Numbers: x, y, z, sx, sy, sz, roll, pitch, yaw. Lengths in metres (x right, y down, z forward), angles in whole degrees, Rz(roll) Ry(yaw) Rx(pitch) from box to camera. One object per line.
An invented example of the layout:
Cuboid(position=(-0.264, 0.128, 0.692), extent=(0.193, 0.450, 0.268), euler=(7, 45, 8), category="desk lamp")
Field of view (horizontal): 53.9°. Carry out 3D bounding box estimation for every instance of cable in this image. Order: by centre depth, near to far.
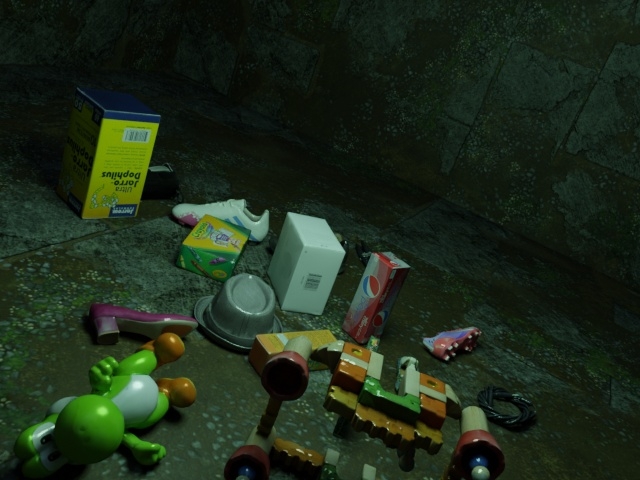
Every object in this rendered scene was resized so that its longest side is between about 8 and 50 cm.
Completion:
Cuboid(position=(0.508, 0.452, 1.740), extent=(0.185, 0.047, 0.151), euler=(-5, 33, -46), category="cable")

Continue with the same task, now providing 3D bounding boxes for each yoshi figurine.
Cuboid(position=(-0.359, 0.304, 1.138), extent=(0.204, 0.203, 0.362), euler=(34, 28, 15), category="yoshi figurine")

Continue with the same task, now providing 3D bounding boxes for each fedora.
Cuboid(position=(-0.202, 0.172, 1.668), extent=(0.244, 0.124, 0.275), euler=(19, 22, -6), category="fedora")

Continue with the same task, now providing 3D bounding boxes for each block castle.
Cuboid(position=(0.079, 0.393, 1.164), extent=(0.454, 0.302, 0.213), euler=(22, 15, 3), category="block castle")

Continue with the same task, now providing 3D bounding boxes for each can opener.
Cuboid(position=(0.169, 0.051, 2.396), extent=(0.059, 0.073, 0.186), euler=(-25, 30, -6), category="can opener")

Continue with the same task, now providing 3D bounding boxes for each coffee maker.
Cuboid(position=(-0.588, -0.196, 2.202), extent=(0.171, 0.120, 0.178), euler=(34, 26, 30), category="coffee maker")

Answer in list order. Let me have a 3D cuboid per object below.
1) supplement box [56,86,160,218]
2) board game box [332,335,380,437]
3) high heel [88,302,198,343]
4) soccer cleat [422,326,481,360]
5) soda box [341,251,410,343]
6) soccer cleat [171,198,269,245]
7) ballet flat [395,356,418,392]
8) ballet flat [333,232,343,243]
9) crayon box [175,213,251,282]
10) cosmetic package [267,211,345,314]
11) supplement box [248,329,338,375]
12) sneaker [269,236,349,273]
Cuboid(position=(-0.670, -0.269, 1.980), extent=(0.195, 0.356, 0.194), euler=(-5, 33, -47), category="supplement box")
Cuboid(position=(0.089, 0.343, 1.508), extent=(0.030, 0.136, 0.259), euler=(22, 22, 6), category="board game box")
Cuboid(position=(-0.422, 0.185, 1.505), extent=(0.244, 0.082, 0.117), euler=(-6, 42, -25), category="high heel")
Cuboid(position=(0.416, 0.307, 1.964), extent=(0.095, 0.083, 0.248), euler=(30, 26, 33), category="soccer cleat")
Cuboid(position=(0.157, 0.166, 1.811), extent=(0.084, 0.263, 0.092), euler=(-2, 31, -44), category="soda box")
Cuboid(position=(-0.334, -0.094, 2.154), extent=(0.332, 0.143, 0.116), euler=(16, 22, -11), category="soccer cleat")
Cuboid(position=(0.243, 0.354, 1.713), extent=(0.070, 0.070, 0.188), euler=(21, 21, 0), category="ballet flat")
Cuboid(position=(0.000, 0.000, 2.336), extent=(0.206, 0.073, 0.067), euler=(3, 41, -29), category="ballet flat")
Cuboid(position=(-0.328, 0.020, 1.972), extent=(0.166, 0.081, 0.278), euler=(20, 22, -3), category="crayon box")
Cuboid(position=(-0.049, 0.068, 1.913), extent=(0.138, 0.224, 0.224), euler=(10, 24, -23), category="cosmetic package")
Cuboid(position=(-0.061, 0.283, 1.596), extent=(0.234, 0.078, 0.080), euler=(1, 29, -39), category="supplement box")
Cuboid(position=(-0.035, 0.018, 2.175), extent=(0.287, 0.130, 0.109), euler=(13, 25, -16), category="sneaker")
